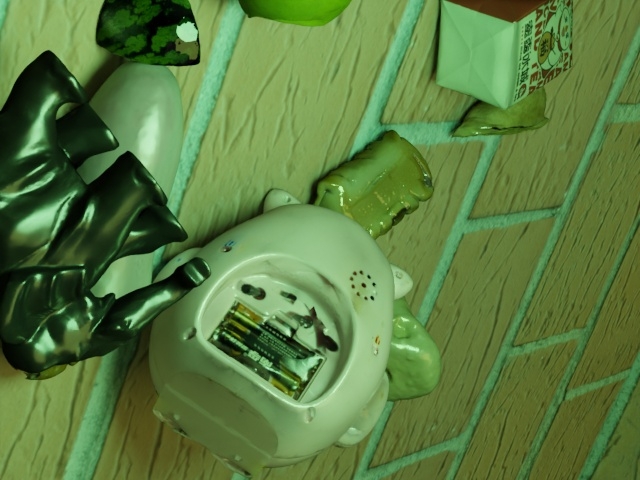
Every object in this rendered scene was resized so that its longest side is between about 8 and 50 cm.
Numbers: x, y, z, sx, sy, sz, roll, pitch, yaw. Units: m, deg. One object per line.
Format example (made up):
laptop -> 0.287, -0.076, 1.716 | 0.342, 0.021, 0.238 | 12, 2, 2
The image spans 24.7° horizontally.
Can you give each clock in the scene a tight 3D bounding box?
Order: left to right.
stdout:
clock -> -0.048, 0.111, 2.051 | 0.376, 0.368, 0.250 | -56, 179, -32

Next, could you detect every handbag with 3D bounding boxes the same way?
handbag -> 0.325, -0.347, 2.342 | 0.298, 0.151, 0.171 | -33, 137, -40

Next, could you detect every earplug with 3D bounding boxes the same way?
earplug -> -0.246, -0.076, 1.783 | 0.172, 0.172, 0.301 | 3, 111, -56

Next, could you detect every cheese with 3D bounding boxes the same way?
cheese -> 0.059, 0.178, 2.396 | 0.248, 0.251, 0.173 | -31, 143, -12

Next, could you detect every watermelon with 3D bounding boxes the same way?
watermelon -> -0.196, -0.278, 1.757 | 0.094, 0.125, 0.135 | -36, 136, -86

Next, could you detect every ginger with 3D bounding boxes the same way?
ginger -> 0.305, -0.232, 2.488 | 0.193, 0.115, 0.122 | -17, 110, -38

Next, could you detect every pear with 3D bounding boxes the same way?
pear -> -0.023, -0.374, 1.802 | 0.187, 0.187, 0.219 | -1, 106, -54

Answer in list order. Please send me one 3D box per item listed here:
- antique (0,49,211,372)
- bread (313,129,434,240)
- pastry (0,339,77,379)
antique -> -0.305, -0.015, 1.624 | 0.255, 0.185, 0.322 | -41, 103, -10
bread -> 0.077, -0.075, 2.287 | 0.225, 0.081, 0.134 | -36, 108, -28
pastry -> -0.344, 0.107, 1.881 | 0.153, 0.081, 0.153 | -44, 148, -38
